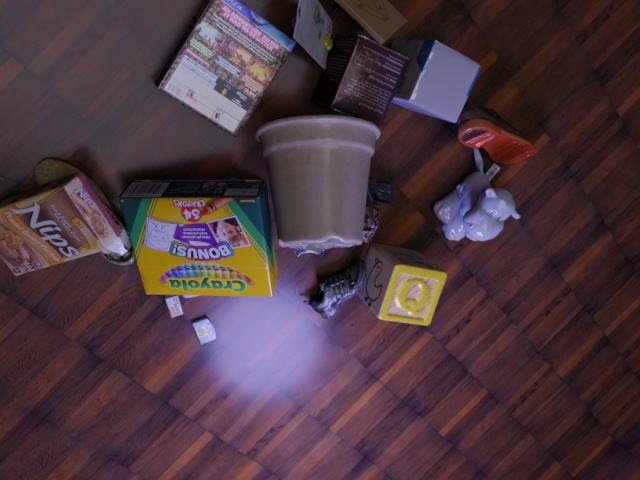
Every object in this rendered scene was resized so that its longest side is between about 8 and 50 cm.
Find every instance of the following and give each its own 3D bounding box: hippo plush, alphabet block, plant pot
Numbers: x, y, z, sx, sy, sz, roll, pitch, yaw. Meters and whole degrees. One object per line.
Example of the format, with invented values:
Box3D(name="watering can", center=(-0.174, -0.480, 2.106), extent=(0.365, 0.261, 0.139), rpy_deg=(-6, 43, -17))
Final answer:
Box3D(name="hippo plush", center=(0.534, -0.098, 1.872), extent=(0.234, 0.236, 0.294), rpy_deg=(34, 95, -26))
Box3D(name="alphabet block", center=(0.253, 0.137, 1.880), extent=(0.194, 0.197, 0.192), rpy_deg=(9, 105, -22))
Box3D(name="plant pot", center=(-0.005, -0.136, 1.560), extent=(0.334, 0.334, 0.305), rpy_deg=(1, 85, -20))

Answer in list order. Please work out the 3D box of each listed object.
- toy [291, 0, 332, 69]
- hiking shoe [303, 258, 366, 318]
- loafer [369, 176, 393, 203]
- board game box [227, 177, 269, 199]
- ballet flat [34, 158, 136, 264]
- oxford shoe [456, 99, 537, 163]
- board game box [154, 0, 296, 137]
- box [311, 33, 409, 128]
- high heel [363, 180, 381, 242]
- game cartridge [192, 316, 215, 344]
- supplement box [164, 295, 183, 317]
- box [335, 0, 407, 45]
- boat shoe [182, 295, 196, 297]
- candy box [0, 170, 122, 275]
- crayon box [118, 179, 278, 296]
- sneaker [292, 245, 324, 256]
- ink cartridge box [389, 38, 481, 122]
Box3D(name="toy", center=(-0.033, -0.550, 1.537), extent=(0.056, 0.237, 0.136), rpy_deg=(9, 90, 22))
Box3D(name="hiking shoe", center=(0.051, 0.142, 1.872), extent=(0.114, 0.086, 0.226), rpy_deg=(36, 95, -30))
Box3D(name="loafer", center=(0.150, -0.166, 1.818), extent=(0.170, 0.062, 0.061), rpy_deg=(18, 79, -26))
Box3D(name="board game box", center=(-0.233, -0.109, 1.712), extent=(0.169, 0.033, 0.133), rpy_deg=(16, 98, -29))
Box3D(name="ballet flat", center=(-0.603, -0.067, 1.549), extent=(0.123, 0.123, 0.348), rpy_deg=(-38, 117, -3))
Box3D(name="oxford shoe", center=(0.561, -0.342, 1.856), extent=(0.364, 0.130, 0.132), rpy_deg=(16, 59, -41))
Box3D(name="board game box", center=(-0.247, -0.455, 1.518), extent=(0.232, 0.141, 0.291), rpy_deg=(31, 97, -26))
Box3D(name="box", center=(0.105, -0.442, 1.632), extent=(0.167, 0.168, 0.203), rpy_deg=(17, 103, -25))
Box3D(name="high heel", center=(0.138, -0.037, 1.757), extent=(0.093, 0.186, 0.261), rpy_deg=(-7, 137, 0))
Box3D(name="game cartridge", center=(-0.355, 0.277, 1.817), extent=(0.056, 0.017, 0.083), rpy_deg=(-24, 115, -14))
Box3D(name="supplement box", center=(-0.426, 0.171, 1.706), extent=(0.036, 0.098, 0.062), rpy_deg=(-17, 114, -13))
Box3D(name="box", center=(0.126, -0.621, 1.565), extent=(0.201, 0.021, 0.164), rpy_deg=(43, 49, -4))
Box3D(name="boat shoe", center=(-0.304, 0.107, 1.735), extent=(0.227, 0.083, 0.075), rpy_deg=(-16, 115, -13))
Box3D(name="candy box", center=(-0.677, -0.036, 1.464), extent=(0.317, 0.087, 0.182), rpy_deg=(-14, 119, 23))
Box3D(name="crayon box", center=(-0.312, -0.002, 1.573), extent=(0.363, 0.106, 0.312), rpy_deg=(0, 123, 7))
Box3D(name="sneaker", center=(0.000, 0.000, 1.821), extent=(0.192, 0.064, 0.086), rpy_deg=(-10, 120, -16))
Box3D(name="ink cartridge box", center=(0.291, -0.452, 1.660), extent=(0.168, 0.233, 0.171), rpy_deg=(17, 102, -26))
